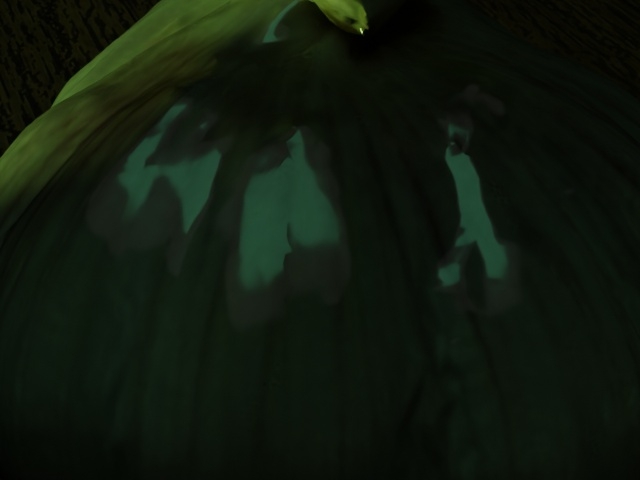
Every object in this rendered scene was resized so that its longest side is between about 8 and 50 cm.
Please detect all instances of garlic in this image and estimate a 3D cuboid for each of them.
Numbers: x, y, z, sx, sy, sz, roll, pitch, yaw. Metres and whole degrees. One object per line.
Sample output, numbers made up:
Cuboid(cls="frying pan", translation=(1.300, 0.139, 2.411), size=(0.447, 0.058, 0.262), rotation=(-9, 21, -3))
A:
Cuboid(cls="garlic", translation=(0.002, 0.016, 0.702), size=(0.322, 0.241, 0.322), rotation=(-16, 42, 16))
